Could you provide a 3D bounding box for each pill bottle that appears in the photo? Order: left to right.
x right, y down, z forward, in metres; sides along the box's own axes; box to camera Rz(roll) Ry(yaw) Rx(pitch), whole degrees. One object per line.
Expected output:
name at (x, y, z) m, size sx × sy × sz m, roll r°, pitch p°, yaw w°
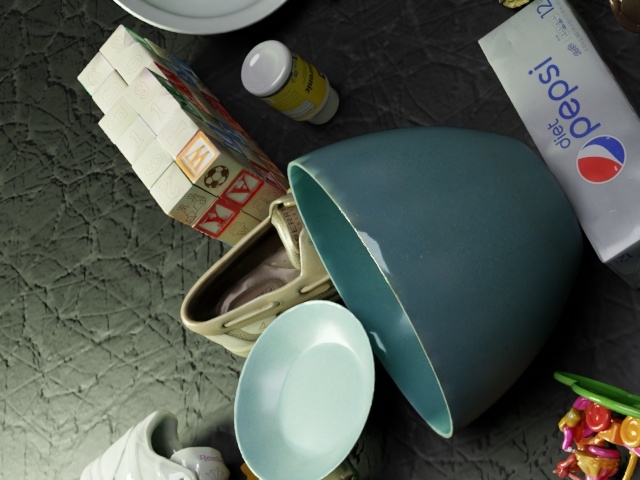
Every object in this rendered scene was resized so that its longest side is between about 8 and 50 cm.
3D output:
pill bottle at (-0.030, -0.171, 1.489) m, size 0.065 × 0.116 × 0.065 m, roll -12°, pitch 66°, yaw 30°

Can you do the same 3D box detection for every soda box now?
soda box at (0.261, -0.100, 1.276) m, size 0.098 × 0.091 × 0.286 m, roll -35°, pitch 57°, yaw 17°

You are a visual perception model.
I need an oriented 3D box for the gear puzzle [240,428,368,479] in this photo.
gear puzzle at (0.013, 0.322, 1.327) m, size 0.175 × 0.044 × 0.339 m, roll -51°, pitch 50°, yaw 11°

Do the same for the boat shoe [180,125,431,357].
boat shoe at (0.000, 0.000, 1.407) m, size 0.341 × 0.110 × 0.121 m, roll -43°, pitch 54°, yaw 15°

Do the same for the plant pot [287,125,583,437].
plant pot at (0.126, 0.009, 1.241) m, size 0.195 × 0.290 × 0.290 m, roll -29°, pitch 54°, yaw -8°

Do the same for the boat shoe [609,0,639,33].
boat shoe at (0.299, -0.330, 1.261) m, size 0.095 × 0.095 × 0.257 m, roll 4°, pitch 118°, yaw 22°

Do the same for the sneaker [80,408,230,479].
sneaker at (-0.144, 0.305, 1.391) m, size 0.152 × 0.114 × 0.305 m, roll -48°, pitch 53°, yaw 12°

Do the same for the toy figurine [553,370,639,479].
toy figurine at (0.247, 0.212, 1.170) m, size 0.173 × 0.130 × 0.159 m, roll 21°, pitch 95°, yaw 60°

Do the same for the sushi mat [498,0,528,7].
sushi mat at (0.278, -0.372, 1.349) m, size 0.019 × 0.151 × 0.316 m, roll 33°, pitch 94°, yaw -7°

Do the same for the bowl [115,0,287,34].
bowl at (-0.144, -0.393, 1.604) m, size 0.298 × 0.134 × 0.297 m, roll 0°, pitch 96°, yaw -3°

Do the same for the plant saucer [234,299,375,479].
plant saucer at (-0.008, 0.158, 1.357) m, size 0.195 × 0.037 × 0.195 m, roll -22°, pitch 58°, yaw 39°

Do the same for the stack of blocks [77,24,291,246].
stack of blocks at (-0.162, -0.123, 1.529) m, size 0.087 × 0.171 × 0.297 m, roll -48°, pitch 52°, yaw 10°
